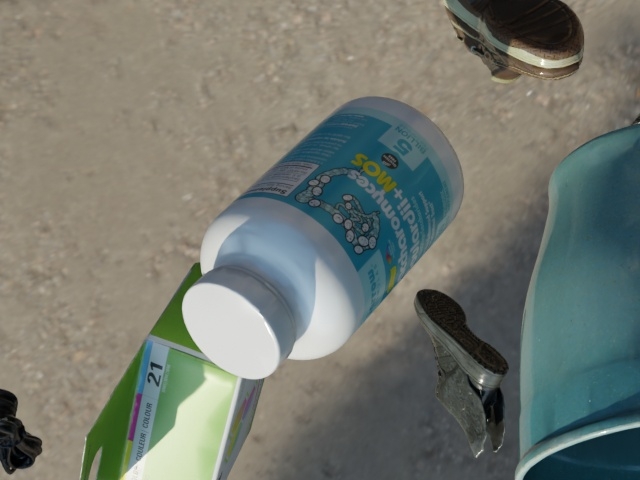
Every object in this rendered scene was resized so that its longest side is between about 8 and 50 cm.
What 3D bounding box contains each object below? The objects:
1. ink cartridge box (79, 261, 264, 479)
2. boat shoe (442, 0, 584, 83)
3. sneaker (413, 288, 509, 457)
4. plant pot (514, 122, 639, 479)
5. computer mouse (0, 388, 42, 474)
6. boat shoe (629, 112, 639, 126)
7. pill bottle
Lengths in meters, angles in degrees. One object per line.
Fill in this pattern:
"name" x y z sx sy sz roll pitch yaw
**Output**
"ink cartridge box" -0.128 0.171 1.165 0.097 0.255 0.188 19 126 5
"boat shoe" 0.211 -0.214 1.409 0.095 0.257 0.095 -16 122 -9
"sneaker" 0.138 0.132 1.341 0.170 0.051 0.089 49 133 40
"plant pot" 0.276 0.058 0.998 0.272 0.271 0.255 -9 61 17
"computer mouse" -0.362 0.179 1.063 0.262 0.184 0.060 -5 65 -10
"boat shoe" 0.452 -0.134 1.609 0.152 0.049 0.056 2 118 41
"pill bottle" 0.000 0.000 1.089 0.146 0.264 0.146 22 135 24
